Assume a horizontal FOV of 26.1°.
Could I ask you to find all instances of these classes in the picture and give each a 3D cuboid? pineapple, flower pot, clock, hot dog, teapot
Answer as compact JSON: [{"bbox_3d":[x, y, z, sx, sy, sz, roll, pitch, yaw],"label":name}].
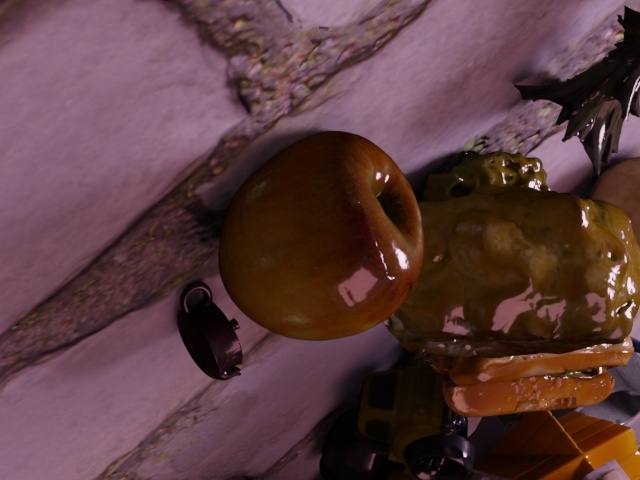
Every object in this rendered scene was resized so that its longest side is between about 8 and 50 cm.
[{"bbox_3d":[0.291,-0.185,1.161,0.277,0.119,0.130,-49,-165,25],"label":"pineapple"},{"bbox_3d":[0.351,0.188,1.827,0.103,0.108,0.229,-49,150,23],"label":"flower pot"},{"bbox_3d":[0.264,0.301,1.605,0.166,0.235,0.309,-23,152,-26],"label":"clock"},{"bbox_3d":[0.223,0.130,1.450,0.269,0.072,0.109,2,127,-33],"label":"hot dog"},{"bbox_3d":[-0.090,0.077,1.168,0.045,0.068,0.100,-29,119,-23],"label":"teapot"}]

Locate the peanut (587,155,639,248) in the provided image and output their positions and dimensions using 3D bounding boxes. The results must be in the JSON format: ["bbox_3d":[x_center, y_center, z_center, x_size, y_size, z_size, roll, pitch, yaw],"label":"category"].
[{"bbox_3d":[0.316,-0.006,1.464,0.253,0.137,0.122,-37,-164,1],"label":"peanut"}]

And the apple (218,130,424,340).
[{"bbox_3d":[-0.004,-0.001,1.085,0.147,0.163,0.146,-25,147,27],"label":"apple"}]

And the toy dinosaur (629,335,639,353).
[{"bbox_3d":[0.280,0.121,1.617,0.076,0.144,0.329,-29,178,-41],"label":"toy dinosaur"}]

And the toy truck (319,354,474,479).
[{"bbox_3d":[0.085,0.217,1.528,0.165,0.147,0.224,9,143,3],"label":"toy truck"}]

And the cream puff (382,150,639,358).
[{"bbox_3d":[0.162,0.013,1.270,0.282,0.185,0.282,1,172,0],"label":"cream puff"}]
